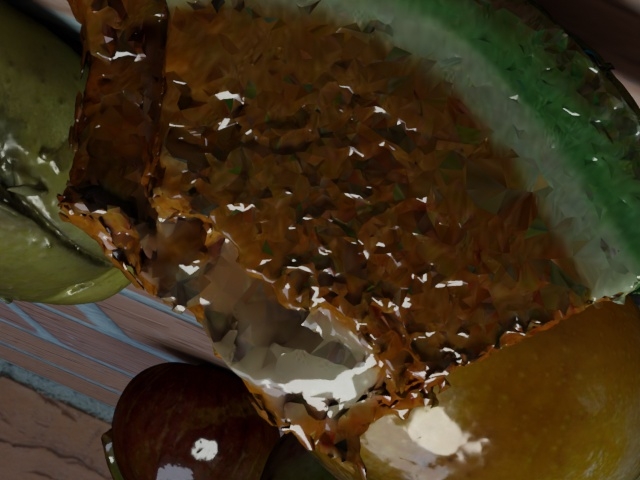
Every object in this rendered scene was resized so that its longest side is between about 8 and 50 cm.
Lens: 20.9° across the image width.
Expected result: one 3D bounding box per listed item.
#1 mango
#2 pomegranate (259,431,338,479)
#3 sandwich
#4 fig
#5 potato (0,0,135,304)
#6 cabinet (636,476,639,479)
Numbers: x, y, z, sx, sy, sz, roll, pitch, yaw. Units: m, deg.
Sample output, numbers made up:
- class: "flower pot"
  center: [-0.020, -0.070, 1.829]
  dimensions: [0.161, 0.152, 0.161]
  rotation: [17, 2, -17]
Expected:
- class: "mango"
  center: [0.080, 0.060, 0.845]
  dimensions: [0.192, 0.146, 0.316]
  rotation: [20, -178, 24]
- class: "pomegranate"
  center: [0.094, 0.229, 1.454]
  dimensions: [0.306, 0.242, 0.242]
  rotation: [-12, 158, 12]
- class: "sandwich"
  center: [0.004, -0.035, 0.547]
  dimensions: [0.235, 0.159, 0.079]
  rotation: [45, 172, -2]
- class: "fig"
  center: [-0.145, 0.232, 1.931]
  dimensions: [0.205, 0.205, 0.205]
  rotation: [23, 169, 5]
- class: "potato"
  center: [-0.179, -0.047, 0.855]
  dimensions: [0.248, 0.143, 0.169]
  rotation: [34, 175, -43]
- class: "cabinet"
  center: [0.210, 0.280, 1.156]
  dimensions: [0.290, 0.227, 0.318]
  rotation: [11, 144, 54]
